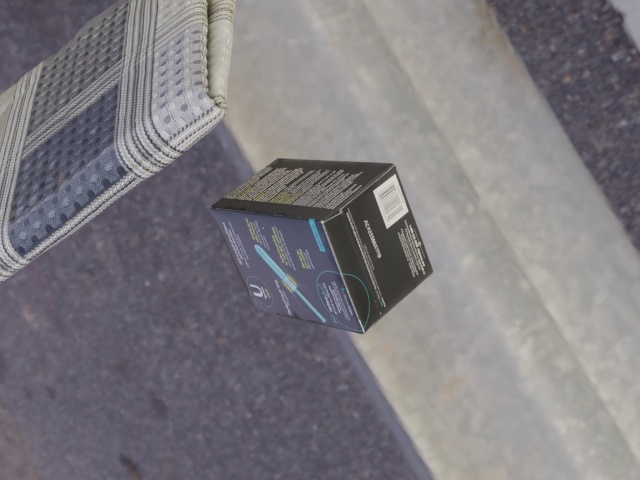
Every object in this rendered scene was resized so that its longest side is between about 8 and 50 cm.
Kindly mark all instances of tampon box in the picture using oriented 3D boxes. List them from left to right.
[{"bbox_3d":[0.000,0.000,1.105,0.161,0.101,0.120,8,128,48],"label":"tampon box"}]

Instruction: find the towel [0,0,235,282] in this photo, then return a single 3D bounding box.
[{"bbox_3d":[-0.203,-0.117,1.093,0.312,0.324,0.056,-35,124,21],"label":"towel"}]
